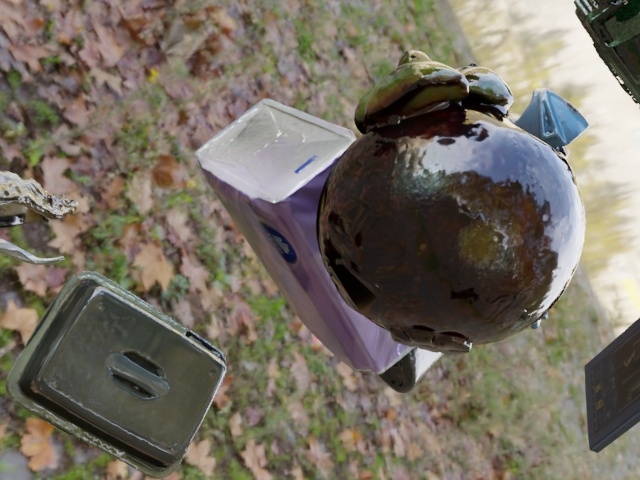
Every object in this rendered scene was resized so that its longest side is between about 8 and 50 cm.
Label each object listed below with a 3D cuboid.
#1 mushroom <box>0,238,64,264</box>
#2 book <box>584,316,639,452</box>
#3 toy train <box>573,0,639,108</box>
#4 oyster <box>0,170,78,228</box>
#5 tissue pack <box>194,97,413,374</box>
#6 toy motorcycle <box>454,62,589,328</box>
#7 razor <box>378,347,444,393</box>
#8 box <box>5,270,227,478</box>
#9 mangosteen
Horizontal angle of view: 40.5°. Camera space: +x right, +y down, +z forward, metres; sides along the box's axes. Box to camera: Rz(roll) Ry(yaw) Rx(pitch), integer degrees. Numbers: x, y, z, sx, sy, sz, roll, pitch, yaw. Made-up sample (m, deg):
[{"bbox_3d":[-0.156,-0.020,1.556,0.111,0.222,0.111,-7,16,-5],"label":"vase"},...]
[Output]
[{"bbox_3d":[-0.537,0.027,1.267,0.043,0.306,0.068,-141,-137,-59],"label":"mushroom"},{"bbox_3d":[0.542,0.223,1.487,0.025,0.269,0.191,23,45,-8],"label":"book"},{"bbox_3d":[0.530,-0.271,1.338,0.330,0.138,0.178,43,24,-27],"label":"toy train"},{"bbox_3d":[-0.439,-0.040,1.101,0.345,0.128,0.079,-13,77,-61],"label":"oyster"},{"bbox_3d":[0.000,0.000,1.191,0.242,0.160,0.338,33,-23,52],"label":"tissue pack"},{"bbox_3d":[0.282,-0.057,1.298,0.172,0.232,0.416,-28,116,-66],"label":"toy motorcycle"},{"bbox_3d":[0.212,0.113,1.555,0.349,0.113,0.204,-33,129,-37],"label":"razor"},{"bbox_3d":[-0.296,0.199,1.288,0.290,0.166,0.221,35,68,-21],"label":"box"},{"bbox_3d":[0.135,-0.032,0.938,0.311,0.311,0.311,45,36,-46],"label":"mangosteen"}]
